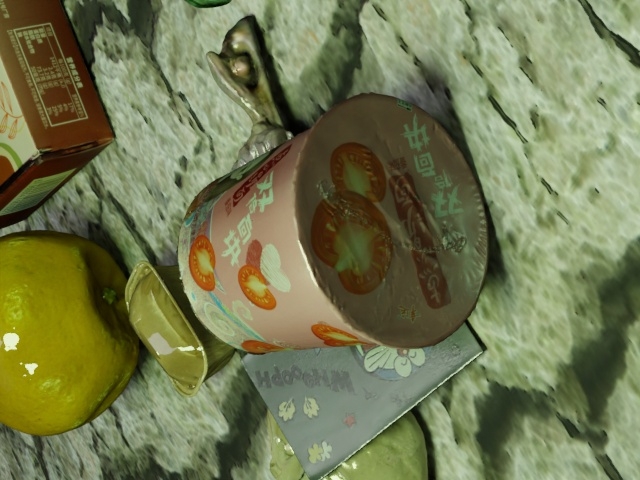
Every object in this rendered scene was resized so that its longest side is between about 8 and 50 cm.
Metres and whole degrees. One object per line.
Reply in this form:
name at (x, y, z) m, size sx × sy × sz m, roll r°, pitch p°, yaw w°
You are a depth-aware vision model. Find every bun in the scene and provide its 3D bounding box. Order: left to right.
bun at (0.014, 0.230, 1.685) m, size 0.237 × 0.116 × 0.210 m, roll 52°, pitch 139°, yaw 28°

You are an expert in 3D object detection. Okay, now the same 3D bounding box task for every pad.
pad at (0.038, 0.122, 1.599) m, size 0.245 × 0.006 × 0.170 m, roll -41°, pitch 67°, yaw 21°

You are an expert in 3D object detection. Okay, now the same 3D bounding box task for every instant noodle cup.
instant noodle cup at (0.000, 0.000, 1.482) m, size 0.231 × 0.243 × 0.243 m, roll -16°, pitch 92°, yaw 49°

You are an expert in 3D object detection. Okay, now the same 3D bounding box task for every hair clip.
hair clip at (-0.052, -0.103, 1.670) m, size 0.173 × 0.069 × 0.300 m, roll -36°, pitch 75°, yaw 51°

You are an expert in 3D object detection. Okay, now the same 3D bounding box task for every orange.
orange at (-0.362, 0.117, 2.020) m, size 0.279 × 0.235 × 0.279 m, roll -23°, pitch -90°, yaw -83°

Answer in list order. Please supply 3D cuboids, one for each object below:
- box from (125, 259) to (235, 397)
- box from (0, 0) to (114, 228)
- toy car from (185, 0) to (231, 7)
box at (-0.181, 0.106, 1.900) m, size 0.177 × 0.111 × 0.111 m, roll 53°, pitch 140°, yaw 23°
box at (-0.467, -0.240, 2.112) m, size 0.344 × 0.122 × 0.385 m, roll -31°, pitch 80°, yaw 54°
toy car at (-0.131, -0.403, 1.600) m, size 0.125 × 0.136 × 0.306 m, roll -17°, pitch 92°, yaw 33°
